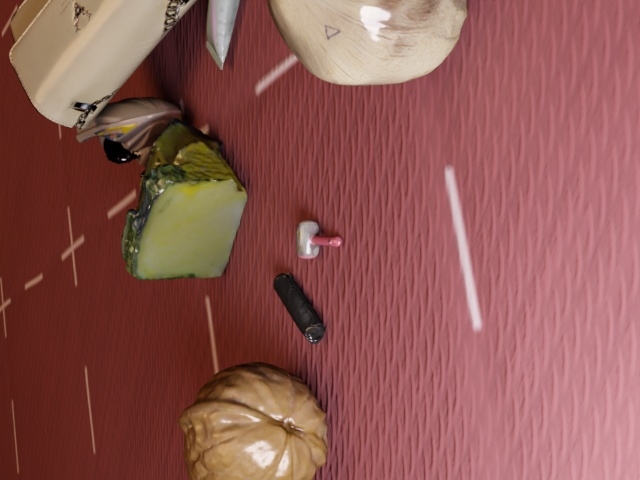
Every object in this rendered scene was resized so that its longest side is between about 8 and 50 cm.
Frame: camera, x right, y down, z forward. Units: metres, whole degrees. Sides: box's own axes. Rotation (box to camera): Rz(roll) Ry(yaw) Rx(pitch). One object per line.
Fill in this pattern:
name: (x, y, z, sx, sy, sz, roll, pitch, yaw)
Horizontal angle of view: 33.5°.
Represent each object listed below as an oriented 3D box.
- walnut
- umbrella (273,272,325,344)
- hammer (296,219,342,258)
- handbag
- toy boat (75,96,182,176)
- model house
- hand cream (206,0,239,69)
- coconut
walnut: (-0.093, 0.259, 1.405, 0.213, 0.213, 0.213, 7, 98, 60)
umbrella: (-0.029, 0.088, 1.436, 0.036, 0.031, 0.133, -51, 42, 13)
hammer: (0.000, 0.000, 1.385, 0.083, 0.031, 0.052, 5, 99, 50)
handbag: (-0.345, -0.379, 1.727, 0.358, 0.160, 0.237, -42, 56, 28)
toy boat: (-0.326, -0.184, 1.840, 0.269, 0.141, 0.141, 22, 111, 56)
model house: (-0.236, -0.076, 1.651, 0.211, 0.170, 0.194, 58, 141, 42)
hand cream: (-0.144, -0.363, 1.592, 0.078, 0.050, 0.205, 56, 141, 43)
coconut: (0.040, -0.261, 1.095, 0.224, 0.224, 0.224, 7, 98, 60)
